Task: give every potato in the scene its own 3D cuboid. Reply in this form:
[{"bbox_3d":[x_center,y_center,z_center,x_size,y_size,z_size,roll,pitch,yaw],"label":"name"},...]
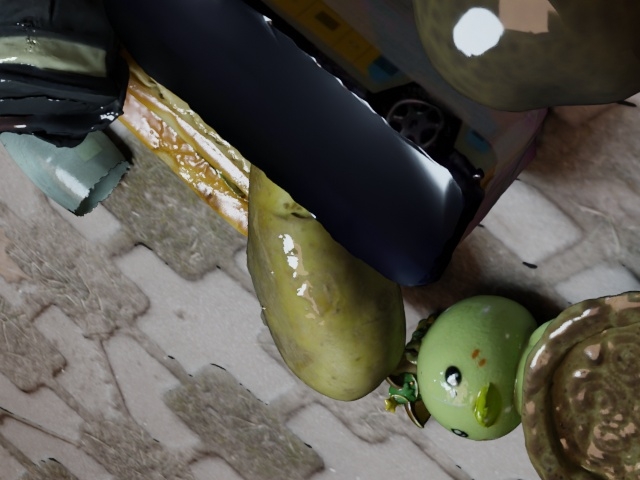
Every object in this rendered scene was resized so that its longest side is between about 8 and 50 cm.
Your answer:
[{"bbox_3d":[0.000,0.000,1.755,0.141,0.191,0.296,-6,109,1],"label":"potato"}]

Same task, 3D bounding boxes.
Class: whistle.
[{"bbox_3d":[0.200,0.133,1.703,0.294,0.141,0.141,18,137,37],"label":"whistle"}]

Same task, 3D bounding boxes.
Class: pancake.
[{"bbox_3d":[0.287,0.144,1.615,0.250,0.031,0.250,7,123,11],"label":"pancake"}]

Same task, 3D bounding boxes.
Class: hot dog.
[{"bbox_3d":[-0.113,-0.103,1.883,0.269,0.072,0.109,45,146,3],"label":"hot dog"}]

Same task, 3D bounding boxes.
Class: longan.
[{"bbox_3d":[0.165,-0.187,1.362,0.212,0.198,0.198,-21,108,45],"label":"longan"}]

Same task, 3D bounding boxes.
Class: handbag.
[{"bbox_3d":[-0.280,-0.188,1.815,0.254,0.181,0.181,161,112,-69],"label":"handbag"}]

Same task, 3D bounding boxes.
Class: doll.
[{"bbox_3d":[0.092,0.126,1.848,0.078,0.113,0.076,57,161,-13],"label":"doll"}]

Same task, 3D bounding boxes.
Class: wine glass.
[{"bbox_3d":[-0.329,-0.186,1.996,0.309,0.096,0.264,43,158,8],"label":"wine glass"}]

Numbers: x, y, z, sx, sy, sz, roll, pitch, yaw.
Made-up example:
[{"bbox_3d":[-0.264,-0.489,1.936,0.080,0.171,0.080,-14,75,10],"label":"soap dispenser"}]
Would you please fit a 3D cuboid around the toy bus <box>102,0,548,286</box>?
[{"bbox_3d":[0.004,-0.152,1.604,0.386,0.162,0.171,41,141,12],"label":"toy bus"}]
